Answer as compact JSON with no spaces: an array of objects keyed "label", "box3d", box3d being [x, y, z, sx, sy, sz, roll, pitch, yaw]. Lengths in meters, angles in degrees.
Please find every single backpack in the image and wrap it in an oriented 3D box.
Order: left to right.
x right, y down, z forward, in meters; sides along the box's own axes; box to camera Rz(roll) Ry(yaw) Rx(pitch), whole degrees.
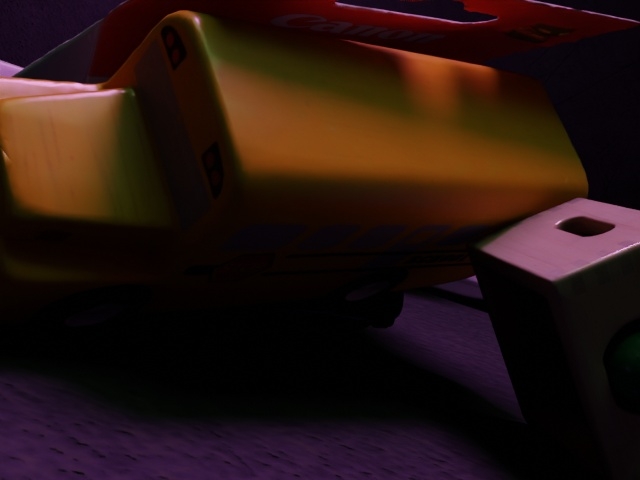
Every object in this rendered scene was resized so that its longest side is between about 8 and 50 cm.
[{"label":"backpack","box3d":[0.000,0.000,0.613,0.105,0.114,0.084,11,-14,-27]}]

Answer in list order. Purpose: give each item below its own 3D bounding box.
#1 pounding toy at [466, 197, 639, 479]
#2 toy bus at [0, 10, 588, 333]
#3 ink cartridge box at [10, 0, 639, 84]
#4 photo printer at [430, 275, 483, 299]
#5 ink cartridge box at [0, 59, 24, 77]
[{"label":"pounding toy","box3d":[0.157,0.052,0.434,0.100,0.130,0.141,-22,11,-7]},{"label":"toy bus","box3d":[-0.010,-0.033,0.469,0.332,0.108,0.130,-1,-25,-43]},{"label":"ink cartridge box","box3d":[-0.031,-0.080,0.612,0.308,0.091,0.385,-4,0,-38]},{"label":"photo printer","box3d":[0.153,-0.002,1.151,0.256,0.107,0.307,17,4,20]},{"label":"ink cartridge box","box3d":[-0.523,-0.209,1.217,0.211,0.121,0.289,12,7,-36]}]
